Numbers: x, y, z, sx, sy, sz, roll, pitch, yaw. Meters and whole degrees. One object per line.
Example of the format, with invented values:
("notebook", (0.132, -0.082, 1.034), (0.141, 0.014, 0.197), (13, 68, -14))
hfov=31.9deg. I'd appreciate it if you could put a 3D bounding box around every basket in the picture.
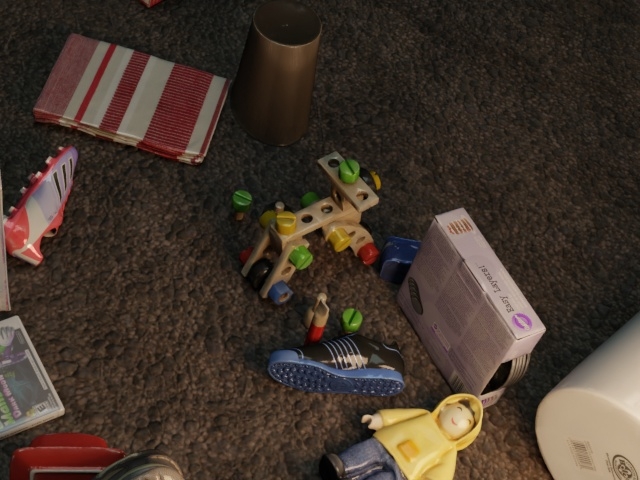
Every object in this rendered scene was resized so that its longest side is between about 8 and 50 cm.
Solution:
("basket", (-0.080, -0.329, 2.106), (0.154, 0.227, 0.204), (-7, 55, -18))

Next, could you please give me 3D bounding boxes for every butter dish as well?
("butter dish", (-0.363, 0.331, 1.610), (0.159, 0.160, 0.118), (2, 30, -12))

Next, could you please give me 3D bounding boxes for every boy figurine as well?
("boy figurine", (0.145, 0.332, 1.747), (0.285, 0.092, 0.177), (-21, 58, -23))

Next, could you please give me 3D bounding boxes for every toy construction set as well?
("toy construction set", (0.000, 0.000, 1.869), (0.257, 0.237, 0.309), (0, 54, -13))

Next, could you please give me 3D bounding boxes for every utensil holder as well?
("utensil holder", (0.577, 0.257, 1.756), (0.385, 0.328, 0.327), (-33, 67, -30))

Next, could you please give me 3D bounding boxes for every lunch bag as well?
("lunch bag", (0.156, 0.034, 1.987), (0.098, 0.067, 0.065), (11, 52, -6))

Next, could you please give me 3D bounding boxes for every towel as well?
("towel", (-0.353, -0.271, 2.123), (0.328, 0.037, 0.237), (16, 50, -3))

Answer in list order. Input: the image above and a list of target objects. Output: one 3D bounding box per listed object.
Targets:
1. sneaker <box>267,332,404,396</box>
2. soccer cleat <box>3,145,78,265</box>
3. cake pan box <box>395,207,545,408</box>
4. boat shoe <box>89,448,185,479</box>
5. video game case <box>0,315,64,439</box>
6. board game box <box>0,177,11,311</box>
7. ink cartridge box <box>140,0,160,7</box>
("sneaker", (0.025, 0.195, 1.832), (0.232, 0.081, 0.091), (10, 49, -14))
("soccer cleat", (-0.471, -0.064, 1.921), (0.095, 0.083, 0.248), (41, 44, -18))
("cake pan box", (0.238, 0.121, 1.827), (0.070, 0.246, 0.267), (-18, 59, -24))
("boat shoe", (-0.325, 0.410, 1.508), (0.355, 0.130, 0.132), (-33, 107, 2))
("video game case", (-0.512, 0.220, 1.721), (0.173, 0.022, 0.190), (-21, 61, -25))
("board game box", (-0.632, 0.009, 1.665), (0.318, 0.318, 0.066), (-5, 54, -17))
("ink cartridge box", (-0.321, -0.654, 2.358), (0.226, 0.131, 0.306), (40, 54, 18))
